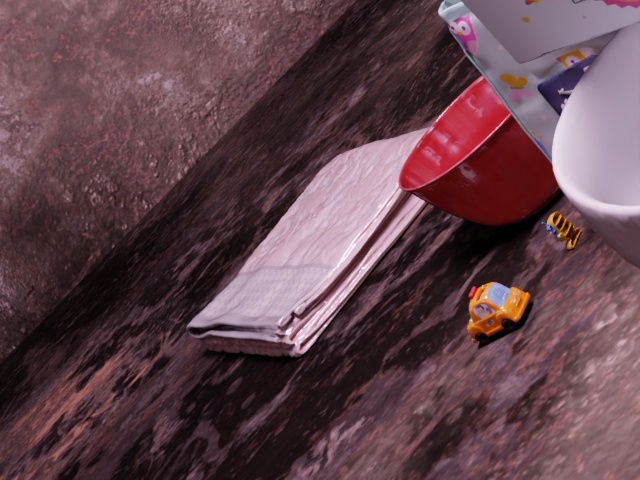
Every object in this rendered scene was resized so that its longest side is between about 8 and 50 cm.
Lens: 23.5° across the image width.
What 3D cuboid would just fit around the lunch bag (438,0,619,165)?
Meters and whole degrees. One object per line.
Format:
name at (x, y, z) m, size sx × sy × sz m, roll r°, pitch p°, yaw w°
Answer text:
lunch bag at (0.246, -0.164, 1.132) m, size 0.262 × 0.223 × 0.160 m, roll -38°, pitch 15°, yaw 11°

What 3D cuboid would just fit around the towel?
towel at (0.000, 0.000, 1.772) m, size 0.317 × 0.053 × 0.332 m, roll -50°, pitch 15°, yaw -17°

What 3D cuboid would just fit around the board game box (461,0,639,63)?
board game box at (0.221, -0.276, 0.970) m, size 0.224 × 0.097 × 0.303 m, roll -15°, pitch 45°, yaw 41°

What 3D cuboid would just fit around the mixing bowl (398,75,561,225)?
mixing bowl at (0.168, -0.079, 1.396) m, size 0.181 × 0.098 × 0.181 m, roll -42°, pitch 13°, yaw 13°

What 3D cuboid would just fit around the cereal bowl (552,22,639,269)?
cereal bowl at (0.306, -0.083, 0.863) m, size 0.339 × 0.141 × 0.339 m, roll -34°, pitch 21°, yaw 15°

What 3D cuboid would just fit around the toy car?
toy car at (0.156, 0.026, 1.252) m, size 0.122 × 0.040 × 0.060 m, roll -53°, pitch 15°, yaw -26°
